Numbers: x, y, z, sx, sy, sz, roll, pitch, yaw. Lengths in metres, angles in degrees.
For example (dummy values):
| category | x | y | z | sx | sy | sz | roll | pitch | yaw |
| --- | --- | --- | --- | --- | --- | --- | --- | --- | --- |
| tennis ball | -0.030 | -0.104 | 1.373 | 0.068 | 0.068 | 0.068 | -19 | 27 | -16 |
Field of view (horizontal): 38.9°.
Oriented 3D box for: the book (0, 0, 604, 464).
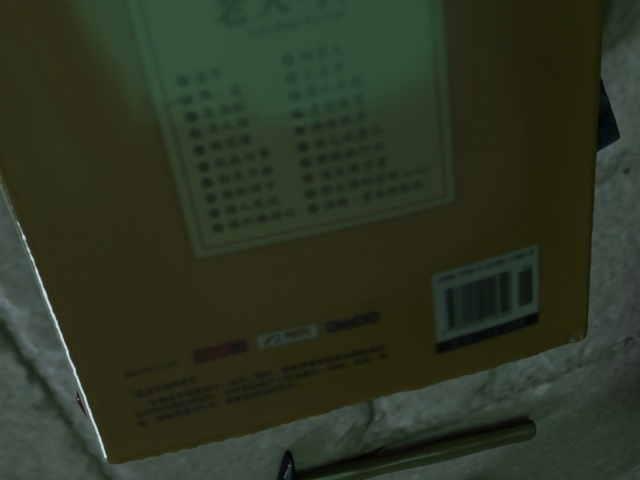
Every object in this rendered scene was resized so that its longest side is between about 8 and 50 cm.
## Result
| category | x | y | z | sx | sy | sz | roll | pitch | yaw |
| --- | --- | --- | --- | --- | --- | --- | --- | --- | --- |
| book | -0.009 | -0.079 | 0.366 | 0.268 | 0.032 | 0.389 | -12 | 123 | -7 |

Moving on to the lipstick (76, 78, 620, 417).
| category | x | y | z | sx | sy | sz | roll | pitch | yaw |
| --- | --- | --- | --- | --- | --- | --- | --- | --- | --- |
| lipstick | 0.000 | 0.000 | 0.467 | 0.312 | 0.051 | 0.051 | -31 | 131 | 6 |

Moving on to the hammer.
| category | x | y | z | sx | sy | sz | roll | pitch | yaw |
| --- | --- | --- | --- | --- | --- | --- | --- | --- | --- |
| hammer | 0.064 | 0.152 | 0.641 | 0.198 | 0.013 | 0.062 | -10 | 131 | -16 |
